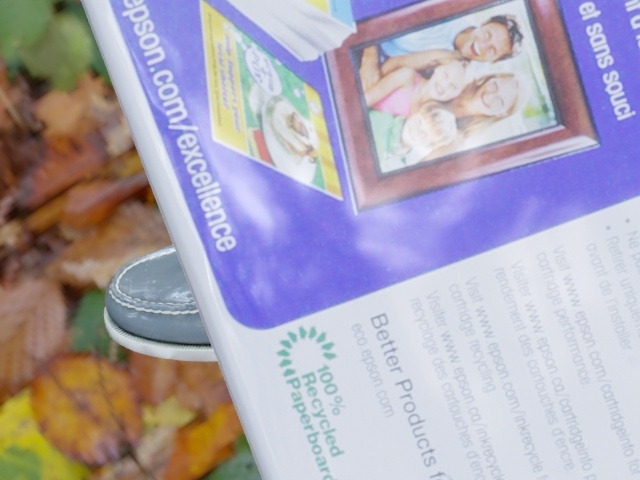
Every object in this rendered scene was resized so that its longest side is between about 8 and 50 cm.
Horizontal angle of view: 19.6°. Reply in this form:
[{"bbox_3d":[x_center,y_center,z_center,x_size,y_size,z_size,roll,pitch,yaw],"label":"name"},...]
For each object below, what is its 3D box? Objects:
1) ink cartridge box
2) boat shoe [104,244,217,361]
[{"bbox_3d":[0.076,-0.016,0.363,0.208,0.206,0.045,-19,8,4],"label":"ink cartridge box"},{"bbox_3d":[0.000,0.000,1.225,0.320,0.099,0.116,-9,37,12],"label":"boat shoe"}]
